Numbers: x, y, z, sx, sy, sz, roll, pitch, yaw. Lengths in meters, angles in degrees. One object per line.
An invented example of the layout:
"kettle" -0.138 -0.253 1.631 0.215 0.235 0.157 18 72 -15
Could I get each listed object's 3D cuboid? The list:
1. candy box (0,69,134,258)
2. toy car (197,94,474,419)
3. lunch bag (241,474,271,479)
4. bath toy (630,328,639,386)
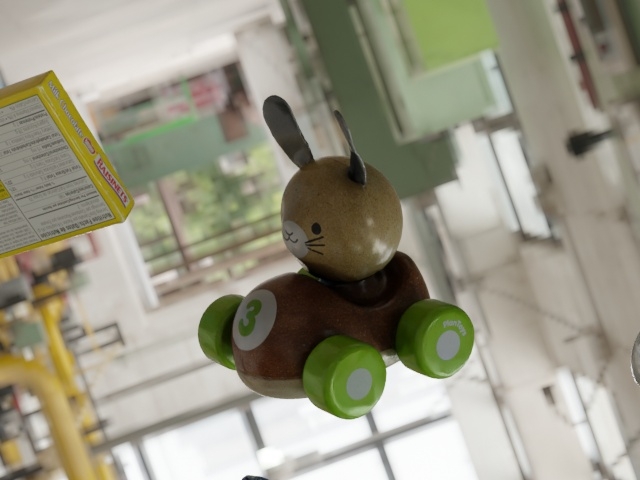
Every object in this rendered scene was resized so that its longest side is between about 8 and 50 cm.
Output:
"candy box" -0.228 -0.034 1.123 0.206 0.105 0.027 -15 -150 29
"toy car" 0.000 0.000 1.162 0.149 0.188 0.155 -20 -158 -32
"lunch bag" 0.011 0.260 1.133 0.090 0.219 0.176 -39 -134 7
"bath toy" 0.262 0.161 0.908 0.151 0.348 0.129 -16 -141 13
